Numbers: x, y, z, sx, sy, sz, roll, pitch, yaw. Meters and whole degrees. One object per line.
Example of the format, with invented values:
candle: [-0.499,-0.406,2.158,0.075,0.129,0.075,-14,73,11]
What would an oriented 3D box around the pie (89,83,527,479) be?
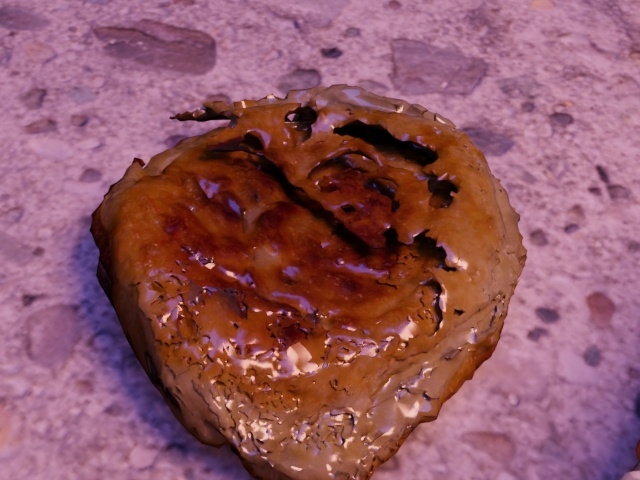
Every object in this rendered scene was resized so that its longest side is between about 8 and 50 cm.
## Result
pie: [0.000,0.001,0.615,0.308,0.085,0.308,1,49,-2]

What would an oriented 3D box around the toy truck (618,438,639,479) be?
toy truck: [0.272,0.067,0.474,0.173,0.207,0.387,29,48,18]
